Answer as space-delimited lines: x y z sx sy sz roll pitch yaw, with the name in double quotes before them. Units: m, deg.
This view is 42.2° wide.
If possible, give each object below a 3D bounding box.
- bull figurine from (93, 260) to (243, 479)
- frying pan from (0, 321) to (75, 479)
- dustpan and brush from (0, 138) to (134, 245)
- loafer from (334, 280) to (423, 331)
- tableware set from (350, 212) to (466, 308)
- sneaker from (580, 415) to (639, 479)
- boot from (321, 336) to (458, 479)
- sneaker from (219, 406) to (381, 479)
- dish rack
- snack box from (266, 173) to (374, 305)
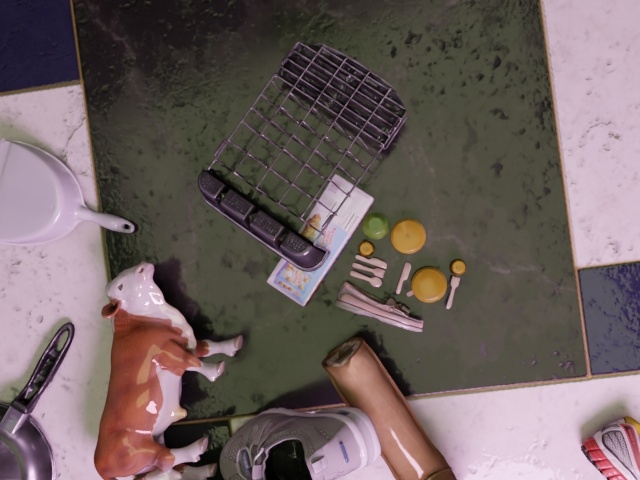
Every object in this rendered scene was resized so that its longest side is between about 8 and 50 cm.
"bull figurine" -0.219 0.186 1.124 0.188 0.101 0.311 11 94 14
"frying pan" -0.427 0.291 1.179 0.326 0.053 0.197 -38 88 8
"dustpan and brush" -0.367 -0.046 1.167 0.211 0.060 0.147 17 94 12
"loafer" 0.083 0.090 1.129 0.125 0.045 0.039 16 86 7
"tableware set" 0.123 0.024 1.135 0.154 0.024 0.104 18 89 6
"sneaker" 0.451 0.325 1.076 0.093 0.088 0.225 -45 87 3
"boot" 0.103 0.258 1.037 0.089 0.236 0.270 -32 91 -10
"sneaker" -0.057 0.271 1.055 0.281 0.115 0.105 -29 79 45
"dish rack" -0.022 -0.120 1.110 0.208 0.074 0.271 35 90 12
"snack box" 0.000 0.000 1.143 0.064 0.022 0.178 33 94 7
